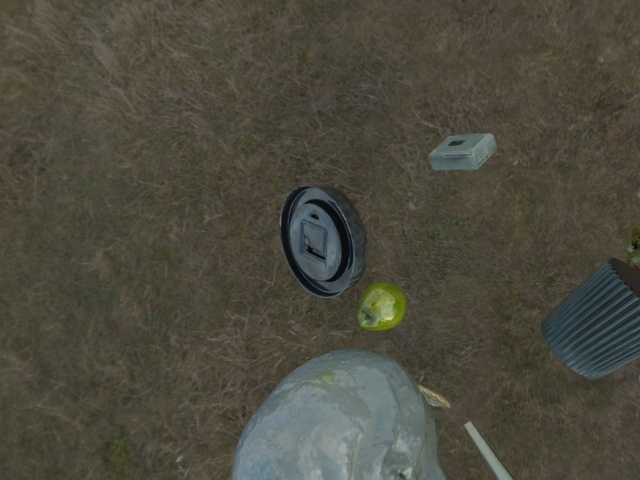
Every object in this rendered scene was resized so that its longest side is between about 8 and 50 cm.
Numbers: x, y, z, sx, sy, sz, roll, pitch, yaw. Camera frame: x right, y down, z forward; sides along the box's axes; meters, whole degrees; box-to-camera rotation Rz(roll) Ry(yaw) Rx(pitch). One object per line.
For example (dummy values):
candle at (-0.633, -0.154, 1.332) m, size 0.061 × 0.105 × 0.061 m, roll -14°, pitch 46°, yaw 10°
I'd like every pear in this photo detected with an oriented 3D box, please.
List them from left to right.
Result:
pear at (0.228, 0.257, 1.596) m, size 0.187 × 0.219 × 0.188 m, roll 34°, pitch 133°, yaw 46°

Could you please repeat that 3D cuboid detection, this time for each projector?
projector at (0.662, -0.419, 1.943) m, size 0.192 × 0.099 × 0.256 m, roll -41°, pitch 28°, yaw -23°

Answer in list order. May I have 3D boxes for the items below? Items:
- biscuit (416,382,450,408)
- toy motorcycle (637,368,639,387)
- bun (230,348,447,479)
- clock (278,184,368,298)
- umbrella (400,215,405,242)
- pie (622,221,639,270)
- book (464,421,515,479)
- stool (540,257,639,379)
biscuit at (0.367, 0.579, 1.591) m, size 0.265 × 0.188 × 0.040 m, roll 22°, pitch 64°, yaw 8°
toy motorcycle at (0.538, 0.236, 0.548) m, size 0.110 × 0.260 × 0.171 m, roll 8°, pitch 121°, yaw -4°
bun at (0.045, 0.351, 0.617) m, size 0.211 × 0.361 × 0.362 m, roll 10°, pitch 89°, yaw 51°
clock at (-0.001, 0.001, 1.118) m, size 0.312 × 0.061 × 0.313 m, roll 21°, pitch 118°, yaw 45°
umbrella at (0.393, -0.050, 1.982) m, size 0.022 × 0.022 × 0.149 m, roll -19°, pitch 109°, yaw -11°
pie at (0.867, -0.050, 0.924) m, size 0.354 × 0.288 × 0.103 m, roll -28°, pitch 81°, yaw 3°
book at (0.447, 0.605, 0.876) m, size 0.031 × 0.264 × 0.379 m, roll -31°, pitch 96°, yaw 3°
stool at (0.963, 0.273, 1.395) m, size 0.297 × 0.297 × 0.330 m, roll 49°, pitch 126°, yaw 23°
